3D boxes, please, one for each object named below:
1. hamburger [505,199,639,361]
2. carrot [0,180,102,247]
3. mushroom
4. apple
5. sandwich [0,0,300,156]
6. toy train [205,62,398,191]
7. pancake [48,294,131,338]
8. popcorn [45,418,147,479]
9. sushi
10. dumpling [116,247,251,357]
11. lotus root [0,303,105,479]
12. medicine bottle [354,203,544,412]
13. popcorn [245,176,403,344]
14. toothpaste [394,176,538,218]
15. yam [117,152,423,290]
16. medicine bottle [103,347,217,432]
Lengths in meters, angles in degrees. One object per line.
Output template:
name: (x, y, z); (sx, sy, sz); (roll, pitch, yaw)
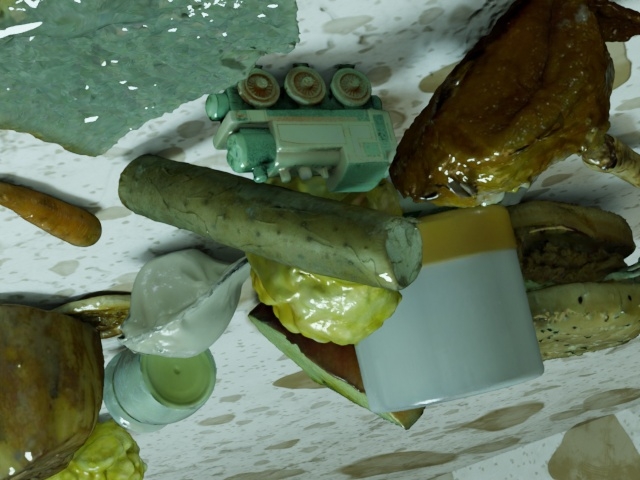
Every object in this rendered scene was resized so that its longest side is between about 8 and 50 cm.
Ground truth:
hamburger: (0.323, 0.063, 1.869); (0.318, 0.195, 0.277); (-8, 165, 3)
carrot: (-0.315, -0.031, 1.461); (0.047, 0.047, 0.191); (-20, 158, 21)
mushroom: (0.479, -0.083, 1.690); (0.208, 0.302, 0.233); (-30, -159, 12)
apple: (0.035, 0.154, 1.896); (0.254, 0.179, 0.346); (-9, -166, -23)
sandwich: (-0.160, -0.194, 0.983); (0.325, 0.131, 0.262); (-25, 155, 29)
toy train: (-0.019, -0.112, 1.301); (0.194, 0.125, 0.081); (-3, 155, -25)
pancake: (-0.329, 0.113, 1.867); (0.158, 0.028, 0.158); (-10, 159, -4)
popcorn: (-0.461, 0.443, 2.445); (0.249, 0.249, 0.225); (-26, 127, 33)
sushi: (0.201, -0.138, 1.278); (0.296, 0.167, 0.179); (-53, 152, -5)
dumpling: (-0.161, 0.070, 1.701); (0.172, 0.142, 0.247); (-29, -176, 39)
lotus root: (-0.434, 0.235, 1.837); (0.316, 0.250, 0.316); (-14, 161, -5)
medicine bottle: (0.152, 0.090, 1.670); (0.238, 0.232, 0.238); (-12, 175, -1)
popcorn: (0.000, 0.000, 1.467); (0.192, 0.233, 0.266); (7, 173, -17)
toothpaste: (0.133, -0.050, 1.674); (0.314, 0.056, 0.058); (-7, -163, -20)
yam: (-0.063, -0.023, 1.318); (0.371, 0.083, 0.083); (14, 177, 34)
medicine bottle: (-0.256, 0.221, 2.026); (0.147, 0.147, 0.143); (2, 157, -35)
